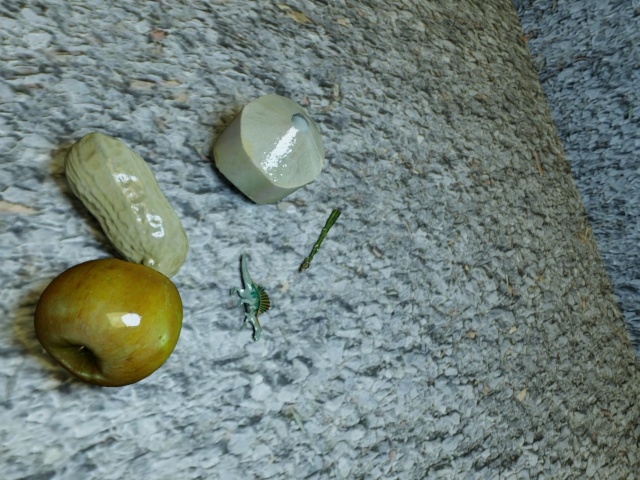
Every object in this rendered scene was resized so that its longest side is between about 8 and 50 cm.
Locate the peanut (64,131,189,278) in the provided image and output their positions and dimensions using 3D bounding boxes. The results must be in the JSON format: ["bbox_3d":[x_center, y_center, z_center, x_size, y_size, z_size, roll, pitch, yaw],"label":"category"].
[{"bbox_3d":[-0.371,-0.064,0.949,0.152,0.152,0.313,-39,99,-38],"label":"peanut"}]

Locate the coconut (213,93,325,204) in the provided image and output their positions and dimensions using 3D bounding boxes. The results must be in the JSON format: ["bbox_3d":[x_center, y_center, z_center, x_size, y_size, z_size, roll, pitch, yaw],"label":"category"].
[{"bbox_3d":[-0.110,-0.215,1.121,0.239,0.244,0.239,12,70,-34],"label":"coconut"}]

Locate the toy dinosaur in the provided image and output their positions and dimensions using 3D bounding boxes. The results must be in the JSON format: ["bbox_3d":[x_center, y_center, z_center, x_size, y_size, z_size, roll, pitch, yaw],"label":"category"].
[{"bbox_3d":[-0.154,0.131,1.112,0.106,0.044,0.187,34,44,-39],"label":"toy dinosaur"}]

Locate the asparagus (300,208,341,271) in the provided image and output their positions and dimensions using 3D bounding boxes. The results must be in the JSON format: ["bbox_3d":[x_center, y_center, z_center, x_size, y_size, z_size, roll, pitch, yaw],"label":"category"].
[{"bbox_3d":[0.000,0.000,1.275,0.023,0.022,0.233,82,30,-48],"label":"asparagus"}]

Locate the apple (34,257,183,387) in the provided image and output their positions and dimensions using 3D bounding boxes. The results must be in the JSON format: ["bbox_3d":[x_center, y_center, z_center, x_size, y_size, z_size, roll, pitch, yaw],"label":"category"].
[{"bbox_3d":[-0.361,0.136,0.849,0.237,0.237,0.207,43,35,-17],"label":"apple"}]
